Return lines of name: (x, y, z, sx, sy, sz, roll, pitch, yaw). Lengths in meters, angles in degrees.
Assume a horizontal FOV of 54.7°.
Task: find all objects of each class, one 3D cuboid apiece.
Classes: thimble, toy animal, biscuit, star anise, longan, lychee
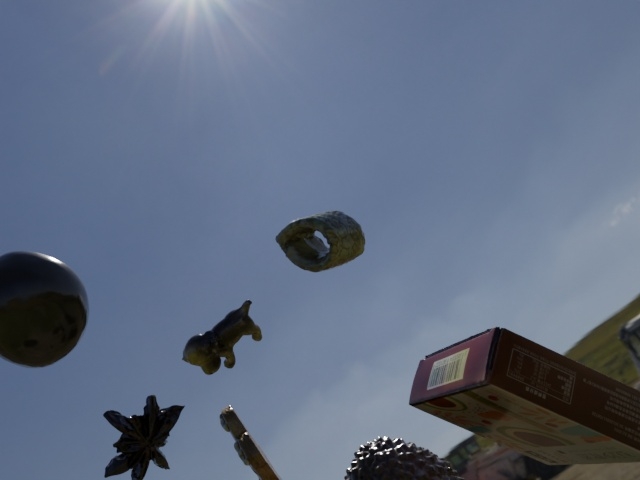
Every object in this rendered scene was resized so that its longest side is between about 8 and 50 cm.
thimble: (0.000, 0.000, 1.510, 0.143, 0.191, 0.137, -20, -69, -52)
toy animal: (-0.267, 0.277, 1.693, 0.233, 0.121, 0.168, -42, -27, -26)
biscuit: (-0.093, 0.387, 1.030, 0.035, 0.158, 0.240, -32, -62, -12)
star anise: (-0.496, 0.559, 1.740, 0.212, 0.129, 0.282, 0, -82, -40)
longan: (-0.523, 0.122, 1.121, 0.197, 0.220, 0.196, -23, -1, -1)
lychee: (0.223, 0.723, 1.624, 0.381, 0.432, 0.380, -26, 15, 8)

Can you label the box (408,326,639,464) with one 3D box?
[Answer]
box: (0.436, 0.345, 1.308, 0.122, 0.385, 0.344, -68, 8, -26)
